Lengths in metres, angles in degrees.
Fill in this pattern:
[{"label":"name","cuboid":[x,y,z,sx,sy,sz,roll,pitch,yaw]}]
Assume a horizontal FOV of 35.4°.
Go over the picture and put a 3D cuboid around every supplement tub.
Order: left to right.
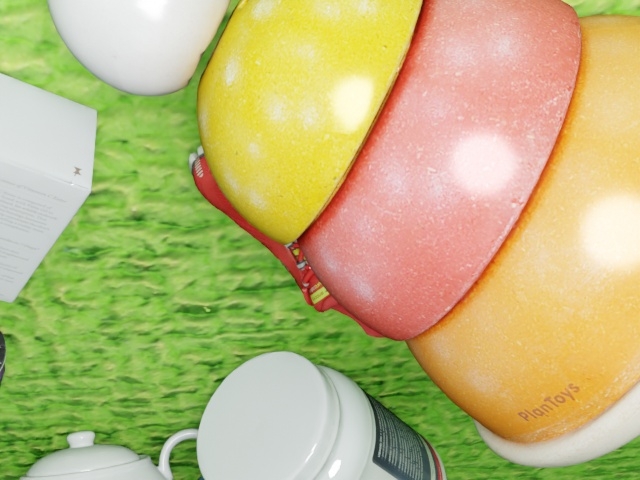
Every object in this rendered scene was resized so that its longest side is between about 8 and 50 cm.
[{"label":"supplement tub","cuboid":[0.008,0.257,1.138,0.191,0.191,0.272,-25,137,21]}]

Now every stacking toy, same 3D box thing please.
[{"label":"stacking toy","cuboid":[0.040,-0.087,0.695,0.480,0.350,0.350,27,132,-12]}]

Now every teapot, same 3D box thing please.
[{"label":"teapot","cuboid":[-0.268,0.320,1.195,0.252,0.187,0.256,-11,172,36]}]

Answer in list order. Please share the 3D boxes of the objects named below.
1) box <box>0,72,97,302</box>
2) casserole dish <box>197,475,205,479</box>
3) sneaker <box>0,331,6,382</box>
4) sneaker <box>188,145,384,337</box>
[{"label":"box","cuboid":[-0.274,-0.044,0.808,0.130,0.091,0.170,21,134,-29]},{"label":"casserole dish","cuboid":[-0.094,0.318,1.321,0.114,0.037,0.188,28,129,-35]},{"label":"sneaker","cuboid":[-0.464,0.137,0.999,0.283,0.107,0.124,7,145,-16]},{"label":"sneaker","cuboid":[0.000,0.000,0.879,0.107,0.118,0.279,-31,135,26]}]
